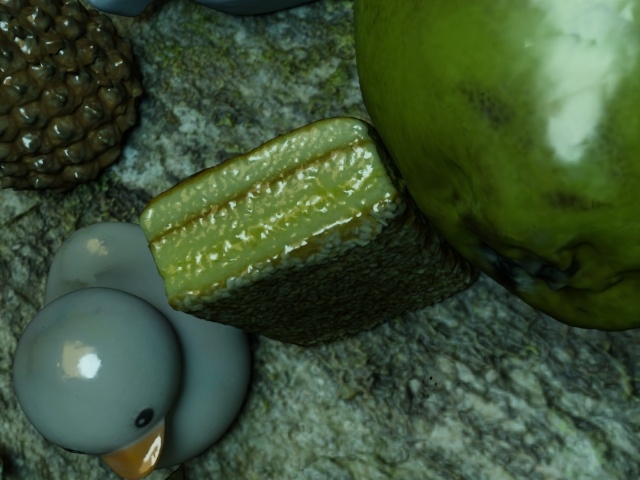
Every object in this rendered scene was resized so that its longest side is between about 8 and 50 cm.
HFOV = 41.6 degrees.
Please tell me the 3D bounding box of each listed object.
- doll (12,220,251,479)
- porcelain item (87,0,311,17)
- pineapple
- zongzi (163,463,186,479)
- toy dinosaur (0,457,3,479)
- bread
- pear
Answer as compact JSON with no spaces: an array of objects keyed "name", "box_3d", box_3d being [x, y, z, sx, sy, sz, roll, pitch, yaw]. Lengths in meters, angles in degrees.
[{"name":"doll","box_3d":[-0.177,0.090,0.726,0.221,0.221,0.251,-30,61,13]},{"name":"porcelain item","box_3d":[-0.050,-0.352,0.832,0.405,0.178,0.242,-6,69,19]},{"name":"pineapple","box_3d":[-0.349,-0.190,0.815,0.223,0.357,0.223,-10,68,25]},{"name":"zongzi","box_3d":[-0.241,0.345,0.737,0.286,0.138,0.300,-13,49,32]},{"name":"toy dinosaur","box_3d":[-0.495,0.247,0.890,0.393,0.092,0.205,17,81,30]},{"name":"bread","box_3d":[0.000,0.000,0.659,0.184,0.234,0.110,-23,67,16]},{"name":"pear","box_3d":[0.192,-0.150,0.549,0.352,0.352,0.413,-4,55,24]}]
